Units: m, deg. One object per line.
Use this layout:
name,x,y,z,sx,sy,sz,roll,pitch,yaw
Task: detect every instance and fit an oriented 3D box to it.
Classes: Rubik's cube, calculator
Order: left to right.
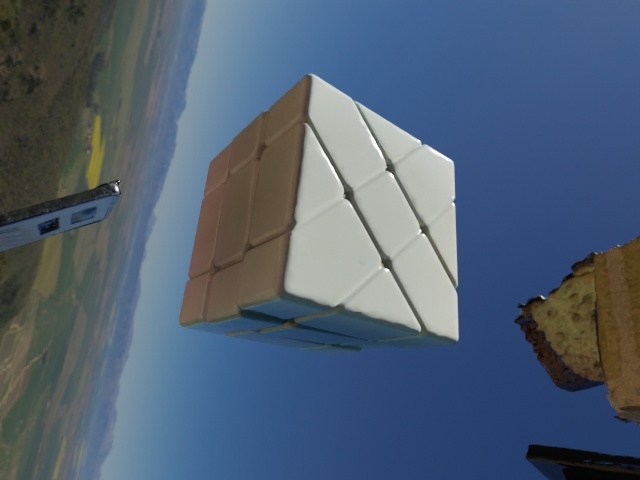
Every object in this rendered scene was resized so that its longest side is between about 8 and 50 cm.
calculator,-0.344,-0.003,0.453,0.161,0.262,0.021,-15,-83,59
Rubik's cube,0.000,0.000,0.708,0.316,0.322,0.318,-24,-126,50

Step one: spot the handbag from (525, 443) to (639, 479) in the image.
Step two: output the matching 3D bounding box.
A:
handbag,0.313,0.240,0.278,0.118,0.326,0.269,-65,-169,-23

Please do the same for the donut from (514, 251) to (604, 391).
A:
donut,0.326,0.107,0.522,0.186,0.144,0.126,121,-34,-60

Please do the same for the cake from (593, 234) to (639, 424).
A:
cake,0.213,0.057,0.286,0.052,0.065,0.121,-27,-138,48
